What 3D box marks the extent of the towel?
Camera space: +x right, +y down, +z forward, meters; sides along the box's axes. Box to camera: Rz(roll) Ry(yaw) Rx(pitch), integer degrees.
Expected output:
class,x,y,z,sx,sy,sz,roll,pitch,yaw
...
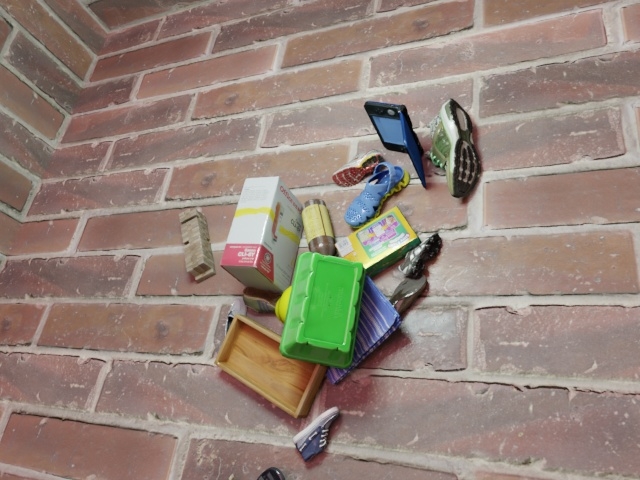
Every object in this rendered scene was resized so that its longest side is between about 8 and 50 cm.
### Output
class,x,y,z,sx,sy,sz,roll,pitch,yaw
towel,0.100,0.298,1.760,0.336,0.040,0.243,-47,49,13

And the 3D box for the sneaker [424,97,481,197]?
class,x,y,z,sx,sy,sz,roll,pitch,yaw
sneaker,0.483,-0.326,1.948,0.182,0.158,0.410,-30,49,47

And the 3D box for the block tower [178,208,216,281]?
class,x,y,z,sx,sy,sz,roll,pitch,yaw
block tower,-0.542,0.011,2.249,0.091,0.097,0.335,-27,56,11

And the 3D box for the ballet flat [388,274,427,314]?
class,x,y,z,sx,sy,sz,roll,pitch,yaw
ballet flat,0.276,0.215,1.768,0.250,0.058,0.084,-46,37,-10

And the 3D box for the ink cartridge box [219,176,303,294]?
class,x,y,z,sx,sy,sz,roll,pitch,yaw
ink cartridge box,-0.208,-0.018,1.986,0.160,0.279,0.384,-1,63,25

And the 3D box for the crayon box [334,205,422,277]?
class,x,y,z,sx,sy,sz,roll,pitch,yaw
crayon box,0.211,0.018,1.887,0.278,0.081,0.165,-32,54,6

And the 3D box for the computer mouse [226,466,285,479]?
class,x,y,z,sx,sy,sz,roll,pitch,yaw
computer mouse,-0.220,0.814,1.665,0.184,0.060,0.262,39,95,32

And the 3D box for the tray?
class,x,y,z,sx,sy,sz,roll,pitch,yaw
tray,-0.181,0.437,1.826,0.411,0.076,0.202,22,87,32

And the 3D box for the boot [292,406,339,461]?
class,x,y,z,sx,sy,sz,roll,pitch,yaw
boot,0.003,0.627,1.662,0.190,0.069,0.086,-43,60,9

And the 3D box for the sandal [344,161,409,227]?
class,x,y,z,sx,sy,sz,roll,pitch,yaw
sandal,0.201,-0.187,1.976,0.126,0.138,0.317,36,84,34

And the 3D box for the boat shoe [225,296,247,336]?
class,x,y,z,sx,sy,sz,roll,pitch,yaw
boat shoe,-0.338,0.302,2.004,0.066,0.063,0.184,-1,63,25

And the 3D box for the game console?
class,x,y,z,sx,sy,sz,roll,pitch,yaw
game console,0.283,-0.359,1.933,0.250,0.293,0.173,17,71,33

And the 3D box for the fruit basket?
class,x,y,z,sx,sy,sz,roll,pitch,yaw
fruit basket,-0.009,0.232,1.743,0.283,0.392,0.392,12,65,-4

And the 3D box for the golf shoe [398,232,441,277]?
class,x,y,z,sx,sy,sz,roll,pitch,yaw
golf shoe,0.348,0.043,1.809,0.198,0.077,0.094,-46,29,-23

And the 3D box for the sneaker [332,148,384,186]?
class,x,y,z,sx,sy,sz,roll,pitch,yaw
sneaker,0.152,-0.298,2.106,0.225,0.088,0.092,-25,35,11

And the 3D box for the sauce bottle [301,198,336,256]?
class,x,y,z,sx,sy,sz,roll,pitch,yaw
sauce bottle,0.000,0.000,1.981,0.111,0.111,0.344,-21,55,14

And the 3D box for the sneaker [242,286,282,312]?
class,x,y,z,sx,sy,sz,roll,pitch,yaw
sneaker,-0.209,0.244,1.976,0.192,0.086,0.064,19,43,4
